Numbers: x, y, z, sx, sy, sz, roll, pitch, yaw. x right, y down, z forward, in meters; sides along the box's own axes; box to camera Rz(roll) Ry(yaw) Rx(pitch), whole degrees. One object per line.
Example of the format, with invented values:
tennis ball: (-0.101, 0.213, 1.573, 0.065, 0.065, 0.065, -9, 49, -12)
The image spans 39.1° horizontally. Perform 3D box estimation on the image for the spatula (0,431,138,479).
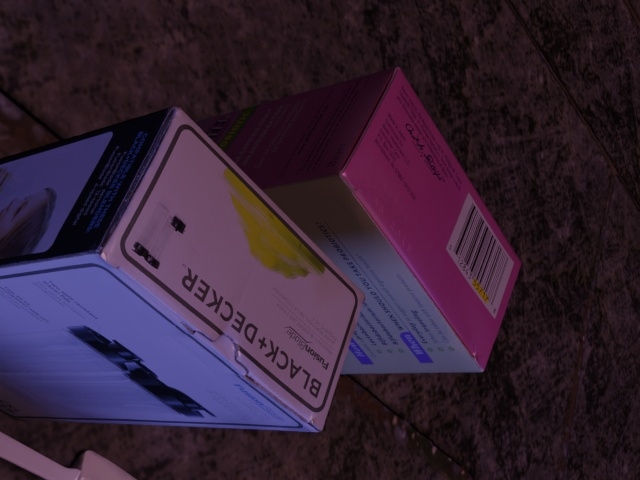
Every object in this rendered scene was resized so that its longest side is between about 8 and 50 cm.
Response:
spatula: (-0.225, 0.202, 0.613, 0.242, 0.019, 0.168, 43, 59, -36)

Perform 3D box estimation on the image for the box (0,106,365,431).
box: (-0.140, 0.034, 0.526, 0.169, 0.290, 0.087, 45, 53, -35)

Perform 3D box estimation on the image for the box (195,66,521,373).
box: (0.000, 0.000, 0.733, 0.213, 0.243, 0.117, 52, 48, -31)
